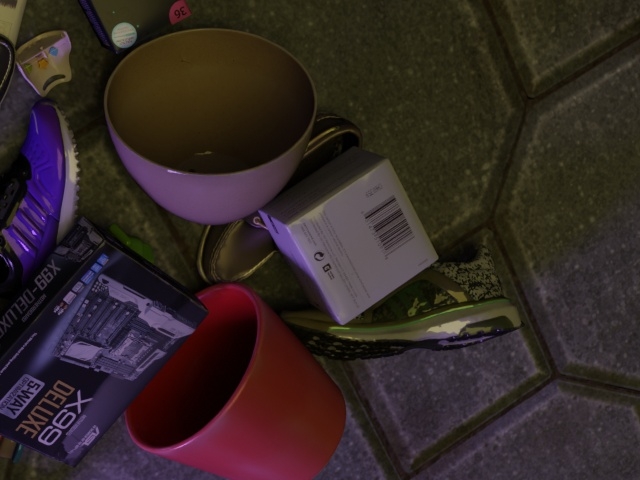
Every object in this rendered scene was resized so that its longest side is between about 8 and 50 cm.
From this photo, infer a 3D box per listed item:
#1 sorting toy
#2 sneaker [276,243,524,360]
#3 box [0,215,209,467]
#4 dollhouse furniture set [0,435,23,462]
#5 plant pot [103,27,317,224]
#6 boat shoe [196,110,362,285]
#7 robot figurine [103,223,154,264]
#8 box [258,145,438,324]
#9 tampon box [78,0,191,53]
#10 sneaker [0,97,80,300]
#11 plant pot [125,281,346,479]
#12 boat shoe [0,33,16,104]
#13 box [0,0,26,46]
[{"bbox_3d":[-0.378,-0.240,1.662,0.083,0.045,0.075,-38,128,-23],"label":"sorting toy"},{"bbox_3d":[0.117,0.086,1.925,0.410,0.158,0.182,-3,73,-20],"label":"sneaker"},{"bbox_3d":[-0.339,0.149,1.689,0.307,0.076,0.242,-48,137,0],"label":"box"},{"bbox_3d":[-0.448,0.357,1.734,0.129,0.129,0.184,18,96,-26],"label":"dollhouse furniture set"},{"bbox_3d":[-0.152,-0.131,1.683,0.284,0.284,0.191,-17,144,-18],"label":"plant pot"},{"bbox_3d":[-0.060,-0.056,1.808,0.324,0.097,0.116,-49,116,-5],"label":"boat shoe"},{"bbox_3d":[-0.300,0.021,1.744,0.115,0.067,0.101,13,128,-26],"label":"robot figurine"},{"bbox_3d":[0.040,-0.010,1.739,0.182,0.119,0.181,-34,113,-12],"label":"box"},{"bbox_3d":[-0.272,-0.355,1.640,0.120,0.101,0.161,-31,113,-12],"label":"tampon box"},{"bbox_3d":[-0.413,-0.048,1.660,0.146,0.102,0.293,-1,104,-22],"label":"sneaker"},{"bbox_3d":[-0.110,0.236,1.789,0.243,0.275,0.275,39,87,-36],"label":"plant pot"},{"bbox_3d":[-0.462,-0.166,1.564,0.080,0.073,0.223,34,90,-27],"label":"boat shoe"},{"bbox_3d":[-0.511,-0.306,1.580,0.232,0.058,0.322,13,97,-25],"label":"box"}]
